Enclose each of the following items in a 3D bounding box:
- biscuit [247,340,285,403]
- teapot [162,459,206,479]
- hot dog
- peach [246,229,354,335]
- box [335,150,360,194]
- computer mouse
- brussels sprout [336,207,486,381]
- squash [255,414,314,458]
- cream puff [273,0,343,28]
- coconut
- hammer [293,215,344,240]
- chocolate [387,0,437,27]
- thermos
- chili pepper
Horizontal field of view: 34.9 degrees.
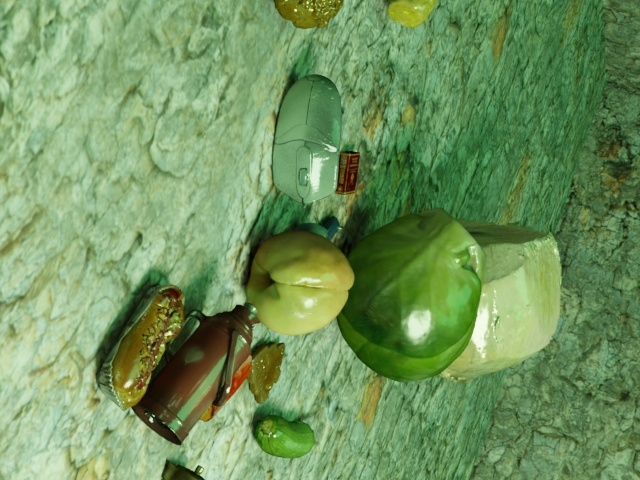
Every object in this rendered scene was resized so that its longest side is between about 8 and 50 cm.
[{"bbox_3d":[-0.103,0.226,1.817,0.119,0.019,0.130,-69,155,-16],"label":"biscuit"},{"bbox_3d":[-0.209,0.387,1.581,0.085,0.110,0.080,35,81,-18],"label":"teapot"},{"bbox_3d":[-0.244,0.145,1.424,0.108,0.059,0.191,78,31,-54],"label":"hot dog"},{"bbox_3d":[-0.034,0.070,1.708,0.184,0.184,0.184,-42,138,-52],"label":"peach"},{"bbox_3d":[0.053,-0.131,1.970,0.051,0.023,0.082,-16,116,-62],"label":"box"},{"bbox_3d":[-0.022,-0.162,1.691,0.068,0.113,0.229,-35,131,-77],"label":"computer mouse"},{"bbox_3d":[0.183,0.103,2.034,0.354,0.289,0.281,-54,160,13],"label":"brussels sprout"},{"bbox_3d":[-0.065,0.371,1.912,0.219,0.068,0.077,31,72,-66],"label":"squash"},{"bbox_3d":[-0.012,-0.397,1.595,0.144,0.103,0.126,39,65,-70],"label":"cream puff"},{"bbox_3d":[0.341,0.149,2.316,0.404,0.405,0.404,-42,138,-52],"label":"coconut"},{"bbox_3d":[0.000,0.000,1.885,0.194,0.070,0.116,-51,146,-58],"label":"hammer"},{"bbox_3d":[0.248,-0.613,2.017,0.445,0.162,0.162,-66,154,-17],"label":"chocolate"},{"bbox_3d":[-0.174,0.179,1.503,0.232,0.124,0.099,-53,-172,-24],"label":"thermos"},{"bbox_3d":[-0.154,0.196,1.618,0.192,0.084,0.086,-52,174,-39],"label":"chili pepper"}]
